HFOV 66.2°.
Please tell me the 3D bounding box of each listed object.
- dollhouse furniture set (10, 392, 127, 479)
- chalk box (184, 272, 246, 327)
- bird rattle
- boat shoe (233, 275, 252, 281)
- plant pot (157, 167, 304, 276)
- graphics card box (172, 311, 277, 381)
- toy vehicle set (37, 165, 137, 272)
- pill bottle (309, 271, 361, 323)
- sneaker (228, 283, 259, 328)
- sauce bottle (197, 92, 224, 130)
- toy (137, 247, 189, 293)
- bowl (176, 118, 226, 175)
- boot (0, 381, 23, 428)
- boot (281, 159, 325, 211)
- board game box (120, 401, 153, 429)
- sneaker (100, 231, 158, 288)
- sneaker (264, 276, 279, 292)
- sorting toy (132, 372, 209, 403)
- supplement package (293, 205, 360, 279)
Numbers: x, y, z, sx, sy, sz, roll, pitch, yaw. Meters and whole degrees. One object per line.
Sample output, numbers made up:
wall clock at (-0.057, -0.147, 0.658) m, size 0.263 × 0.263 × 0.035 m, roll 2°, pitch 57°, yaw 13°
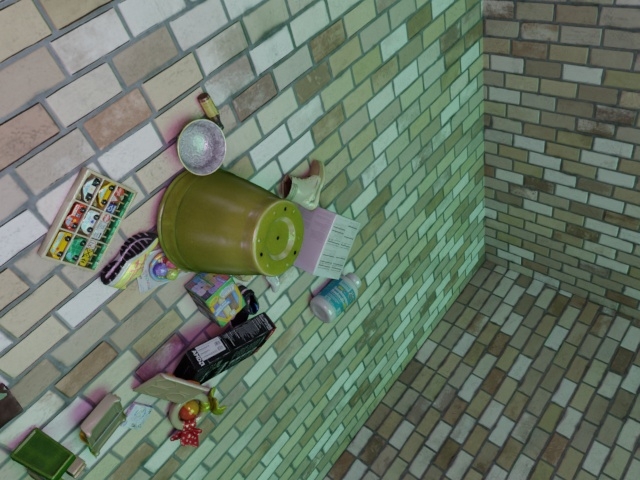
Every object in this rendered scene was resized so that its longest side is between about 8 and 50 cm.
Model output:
dollhouse furniture set at (-0.785, 0.620, 1.566) m, size 0.301 × 0.151 × 0.198 m, roll -56°, pitch 168°, yaw -42°
chalk box at (-0.381, 0.181, 1.753) m, size 0.132 × 0.132 × 0.213 m, roll -44°, pitch 142°, yaw -26°
bird rattle at (-0.511, 0.679, 1.934) m, size 0.253 × 0.143 × 0.207 m, roll -42°, pitch 128°, yaw -9°
boat shoe at (-0.305, 0.119, 1.877) m, size 0.063 × 0.059 × 0.170 m, roll -57°, pitch 143°, yaw -11°
plant pot at (-0.256, -0.040, 1.554) m, size 0.366 × 0.353 × 0.367 m, roll -23°, pitch 119°, yaw -49°
graphics card box at (-0.365, 0.426, 1.872) m, size 0.371 × 0.094 × 0.233 m, roll -25°, pitch 160°, yaw -42°
toy vehicle set at (-0.646, -0.053, 1.371) m, size 0.166 × 0.035 × 0.267 m, roll 29°, pitch 86°, yaw -54°
pill bottle at (0.082, 0.267, 2.376) m, size 0.264 × 0.146 × 0.146 m, roll -41°, pitch 138°, yaw -30°
sneaker at (-0.299, 0.288, 1.930) m, size 0.079 × 0.121 × 0.217 m, roll -22°, pitch 126°, yaw -42°
sauce bottle at (-0.343, -0.403, 1.546) m, size 0.042 × 0.042 × 0.128 m, roll -49°, pitch 144°, yaw -21°
toy at (-0.490, 0.084, 1.629) m, size 0.237 × 0.056 × 0.137 m, roll -28°, pitch 129°, yaw -40°
bowl at (-0.383, -0.290, 1.517) m, size 0.170 × 0.080 × 0.170 m, roll -17°, pitch 114°, yaw -42°
boot at (-0.910, 0.530, 1.330) m, size 0.207 × 0.090 × 0.249 m, roll -31°, pitch 128°, yaw -35°
boot at (-0.068, -0.240, 1.950) m, size 0.165 × 0.077 × 0.213 m, roll 20°, pitch 77°, yaw -41°
board game box at (-0.661, 0.630, 1.761) m, size 0.090 × 0.020 × 0.090 m, roll -58°, pitch 144°, yaw -10°
sneaker at (-0.572, 0.064, 1.506) m, size 0.208 × 0.081 × 0.094 m, roll -48°, pitch 147°, yaw -11°
sneaker at (-0.207, 0.151, 2.034) m, size 0.061 × 0.053 × 0.152 m, roll -21°, pitch 120°, yaw -33°
sorting toy at (-0.520, 0.512, 1.713) m, size 0.193 × 0.208 × 0.038 m, roll 32°, pitch 44°, yaw -35°
supplement package at (0.000, 0.000, 2.071) m, size 0.198 × 0.199 × 0.263 m, roll 16°, pitch 97°, yaw -53°
